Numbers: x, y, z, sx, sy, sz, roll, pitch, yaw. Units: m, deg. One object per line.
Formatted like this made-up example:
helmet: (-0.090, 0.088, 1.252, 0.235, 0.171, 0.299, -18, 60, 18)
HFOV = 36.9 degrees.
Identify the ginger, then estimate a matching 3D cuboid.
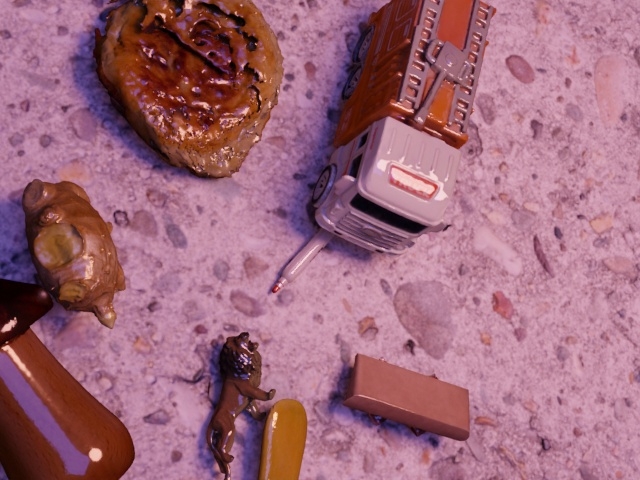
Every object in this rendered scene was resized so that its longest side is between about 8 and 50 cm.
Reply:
ginger: (-0.317, 0.018, 1.243, 0.102, 0.157, 0.216, -24, 83, 3)

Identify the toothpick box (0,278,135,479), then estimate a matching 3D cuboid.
toothpick box: (-0.363, 0.188, 1.169, 0.192, 0.192, 0.294, -37, 98, -23)

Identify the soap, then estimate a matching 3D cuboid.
soap: (-0.053, 0.304, 1.328, 0.089, 0.033, 0.168, 17, 76, -47)

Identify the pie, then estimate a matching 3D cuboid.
pie: (-0.177, -0.250, 1.377, 0.308, 0.085, 0.308, 5, 77, -19)

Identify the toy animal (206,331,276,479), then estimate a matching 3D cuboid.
toy animal: (-0.109, 0.238, 1.317, 0.086, 0.069, 0.219, 8, 71, 1)

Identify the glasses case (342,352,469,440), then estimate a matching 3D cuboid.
glasses case: (0.122, 0.229, 1.409, 0.193, 0.070, 0.102, 19, 45, -14)

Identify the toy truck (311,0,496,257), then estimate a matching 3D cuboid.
toy truck: (0.130, -0.185, 1.396, 0.173, 0.207, 0.387, 22, 66, -16)

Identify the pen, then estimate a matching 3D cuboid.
pen: (0.000, 0.000, 1.423, 0.026, 0.026, 0.218, 45, 68, -7)
